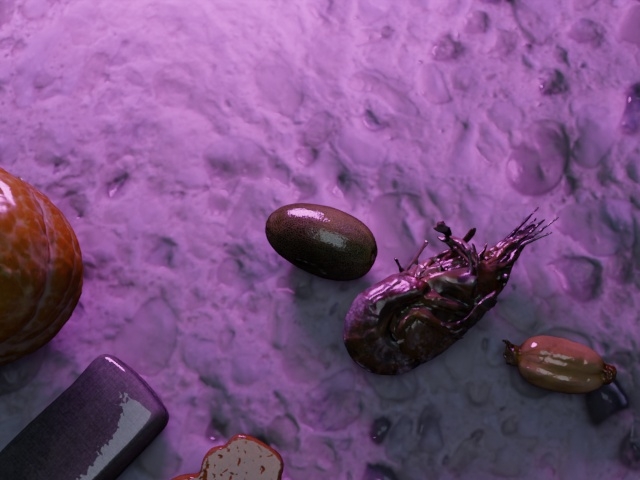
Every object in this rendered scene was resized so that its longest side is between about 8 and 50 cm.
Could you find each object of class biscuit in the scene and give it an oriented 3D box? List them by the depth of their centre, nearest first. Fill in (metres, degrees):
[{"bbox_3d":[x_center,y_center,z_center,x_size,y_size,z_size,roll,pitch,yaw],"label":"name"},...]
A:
[{"bbox_3d":[-0.144,0.393,1.091,0.186,0.044,0.295,31,77,9],"label":"biscuit"}]

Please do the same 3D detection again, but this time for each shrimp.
[{"bbox_3d":[0.175,0.051,1.147,0.343,0.116,0.145,-35,88,-8],"label":"shrimp"}]

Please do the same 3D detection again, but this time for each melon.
[{"bbox_3d":[0.000,0.000,1.181,0.162,0.099,0.099,20,74,12],"label":"melon"}]

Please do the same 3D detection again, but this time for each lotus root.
[{"bbox_3d":[0.311,0.164,1.128,0.150,0.062,0.073,12,96,9],"label":"lotus root"}]

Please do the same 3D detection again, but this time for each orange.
[{"bbox_3d":[-0.470,0.039,1.080,0.329,0.329,0.249,-21,70,-4],"label":"orange"}]

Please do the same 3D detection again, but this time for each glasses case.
[{"bbox_3d":[-0.349,0.301,1.116,0.131,0.074,0.323,42,79,16],"label":"glasses case"}]
